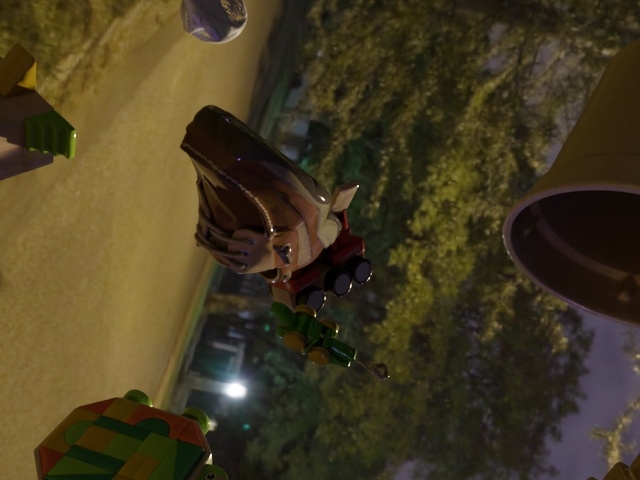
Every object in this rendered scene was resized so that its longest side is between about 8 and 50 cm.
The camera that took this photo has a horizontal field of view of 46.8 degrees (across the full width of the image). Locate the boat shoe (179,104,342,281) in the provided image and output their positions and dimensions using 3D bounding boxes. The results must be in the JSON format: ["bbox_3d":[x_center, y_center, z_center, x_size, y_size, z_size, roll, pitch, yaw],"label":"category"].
[{"bbox_3d":[-0.061,-0.020,0.736,0.120,0.122,0.324,-50,161,-3],"label":"boat shoe"}]

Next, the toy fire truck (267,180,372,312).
[{"bbox_3d":[0.000,0.000,1.495,0.217,0.158,0.246,-28,120,-35],"label":"toy fire truck"}]

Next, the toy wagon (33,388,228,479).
[{"bbox_3d":[-0.280,0.363,1.191,0.267,0.344,0.068,-52,149,-55],"label":"toy wagon"}]

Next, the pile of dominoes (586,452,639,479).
[{"bbox_3d":[0.186,0.267,0.515,0.251,0.040,0.196,-58,-174,43],"label":"pile of dominoes"}]

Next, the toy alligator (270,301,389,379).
[{"bbox_3d":[0.004,0.142,0.984,0.051,0.189,0.056,-39,-156,46],"label":"toy alligator"}]

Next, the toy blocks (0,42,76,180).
[{"bbox_3d":[-0.555,-0.184,0.995,0.261,0.381,0.191,-29,151,-41],"label":"toy blocks"}]

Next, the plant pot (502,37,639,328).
[{"bbox_3d":[0.449,-0.090,0.969,0.306,0.333,0.334,-63,177,-23],"label":"plant pot"}]

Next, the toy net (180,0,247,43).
[{"bbox_3d":[-0.095,-0.238,0.681,0.045,0.122,0.232,-31,-137,29],"label":"toy net"}]
